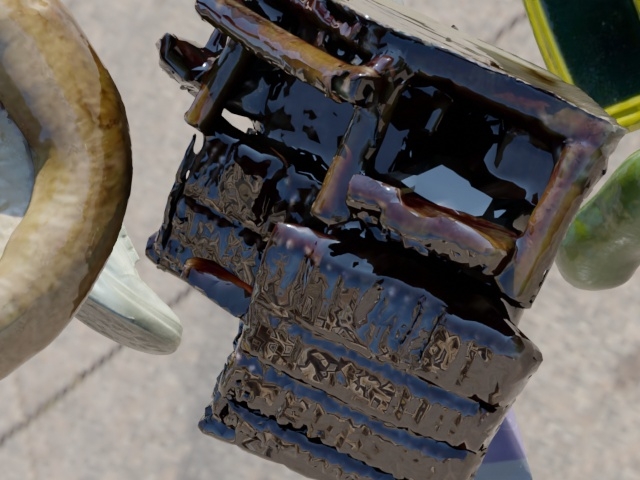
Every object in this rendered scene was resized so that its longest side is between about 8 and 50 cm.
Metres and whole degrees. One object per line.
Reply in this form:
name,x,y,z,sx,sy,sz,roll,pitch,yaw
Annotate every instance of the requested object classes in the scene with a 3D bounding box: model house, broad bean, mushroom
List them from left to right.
mushroom,-0.185,-0.062,1.094,0.151,0.156,0.285,-11,88,5
model house,0.000,0.000,1.146,0.317,0.297,0.282,25,100,14
broad bean,0.227,-0.045,1.323,0.318,0.098,0.056,104,177,-59

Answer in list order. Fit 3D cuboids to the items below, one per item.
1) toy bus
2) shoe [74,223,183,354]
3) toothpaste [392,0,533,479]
toy bus,0.319,-0.223,1.718,0.249,0.440,0.209,-20,93,19
shoe,-0.276,0.000,2.371,0.159,0.316,0.124,-58,4,-22
toothpaste,0.053,0.005,1.352,0.080,0.125,0.371,123,138,-66
